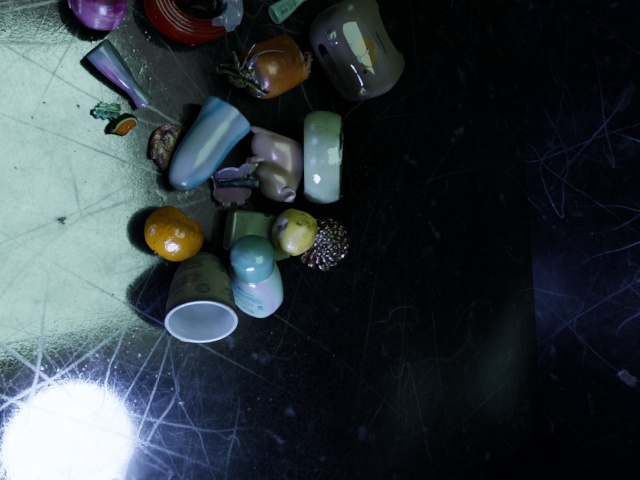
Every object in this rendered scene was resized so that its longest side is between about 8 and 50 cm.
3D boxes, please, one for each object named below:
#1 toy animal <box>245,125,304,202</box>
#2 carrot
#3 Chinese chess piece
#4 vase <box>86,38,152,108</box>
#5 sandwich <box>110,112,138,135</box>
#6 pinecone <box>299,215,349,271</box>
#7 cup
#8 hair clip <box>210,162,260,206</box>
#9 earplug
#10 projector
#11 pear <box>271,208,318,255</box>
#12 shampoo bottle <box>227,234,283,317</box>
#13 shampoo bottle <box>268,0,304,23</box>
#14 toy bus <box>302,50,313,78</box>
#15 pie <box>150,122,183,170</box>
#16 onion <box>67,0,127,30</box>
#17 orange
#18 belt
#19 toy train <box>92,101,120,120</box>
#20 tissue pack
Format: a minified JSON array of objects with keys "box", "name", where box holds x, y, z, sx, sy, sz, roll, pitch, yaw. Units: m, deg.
[{"box":[-0.171,-0.276,1.919,0.213,0.195,0.255,9,95,-3],"name":"toy animal"},{"box":[-0.186,-0.615,1.873,0.331,0.214,0.193,-32,110,-28],"name":"carrot"},{"box":[0.014,-0.313,1.970,0.147,0.349,0.348,1,93,2],"name":"Chinese chess piece"},{"box":[-0.619,-0.512,1.623,0.086,0.086,0.214,-54,126,-22],"name":"vase"},{"box":[-0.622,-0.367,1.645,0.026,0.069,0.101,32,63,11],"name":"sandwich"},{"box":[0.000,0.000,2.066,0.222,0.222,0.221,-3,95,-38],"name":"pinecone"},{"box":[-0.408,0.201,1.752,0.228,0.301,0.256,16,40,-24],"name":"cup"},{"box":[-0.305,-0.197,1.857,0.056,0.187,0.145,-55,138,-77],"name":"hair clip"},{"box":[-0.401,-0.308,1.758,0.185,0.185,0.323,41,74,-32],"name":"earplug"},{"box":[-0.233,-0.006,1.950,0.270,0.088,0.193,10,87,-38],"name":"projector"},{"box":[-0.098,-0.027,1.897,0.178,0.178,0.177,-3,95,-38],"name":"pear"},{"box":[-0.230,0.117,1.804,0.151,0.222,0.349,-46,157,-29],"name":"shampoo bottle"},{"box":[-0.119,-0.908,2.007,0.190,0.041,0.069,-46,113,-27],"name":"shampoo bottle"},{"box":[-0.060,-0.698,2.076,0.043,0.031,0.110,12,86,-31],"name":"toy bus"},{"box":[-0.520,-0.321,1.739,0.092,0.034,0.169,19,82,-41],"name":"pie"},{"box":[-0.648,-0.731,1.524,0.201,0.201,0.207,23,85,-37],"name":"onion"},{"box":[-0.480,-0.019,1.701,0.193,0.193,0.161,35,96,-34],"name":"orange"},{"box":[-0.414,-0.779,1.743,0.324,0.115,0.227,-9,100,-36],"name":"belt"},{"box":[-0.665,-0.405,1.621,0.083,0.033,0.053,2,87,-38],"name":"toy train"},{"box":[0.133,-0.748,2.073,0.277,0.268,0.387,-45,119,-24],"name":"tissue pack"}]
